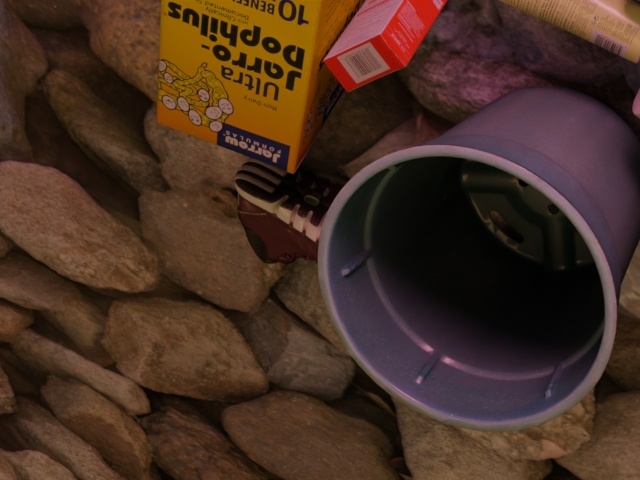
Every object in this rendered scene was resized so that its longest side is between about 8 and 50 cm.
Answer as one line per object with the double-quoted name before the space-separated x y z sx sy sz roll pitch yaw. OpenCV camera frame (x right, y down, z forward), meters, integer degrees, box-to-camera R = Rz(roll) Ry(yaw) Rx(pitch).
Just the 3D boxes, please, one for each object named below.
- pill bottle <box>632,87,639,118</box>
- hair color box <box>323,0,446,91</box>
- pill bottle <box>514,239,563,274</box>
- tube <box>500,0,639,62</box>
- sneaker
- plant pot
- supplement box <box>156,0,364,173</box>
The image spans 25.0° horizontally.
"pill bottle" 0.506 -0.094 1.576 0.323 0.181 0.181 35 140 -7
"hair color box" 0.081 -0.250 1.674 0.093 0.167 0.053 -20 119 42
"pill bottle" 0.239 0.054 1.935 0.215 0.117 0.117 9 136 22
"tube" 0.265 -0.280 1.629 0.240 0.062 0.070 27 96 10
"sneaker" 0.000 0.000 2.046 0.281 0.106 0.162 33 146 13
"plant pot" 0.220 -0.009 1.674 0.341 0.334 0.341 12 119 22
"supplement box" -0.063 -0.289 1.698 0.194 0.195 0.356 21 140 10
